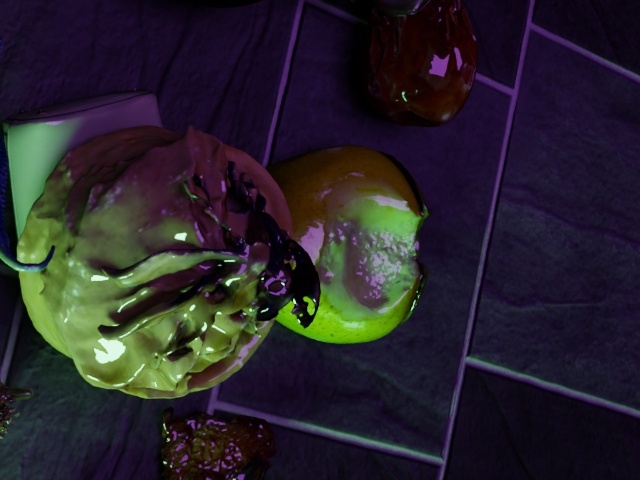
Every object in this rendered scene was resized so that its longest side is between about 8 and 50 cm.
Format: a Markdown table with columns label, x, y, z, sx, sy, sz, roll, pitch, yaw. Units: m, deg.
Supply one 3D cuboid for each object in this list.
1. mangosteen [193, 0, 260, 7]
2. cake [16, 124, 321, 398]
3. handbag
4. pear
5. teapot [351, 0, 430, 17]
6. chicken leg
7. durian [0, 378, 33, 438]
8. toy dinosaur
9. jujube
| label | x | y | z | sx | sy | sz | roll | pitch | yaw |
| --- | --- | --- | --- | --- | --- | --- | --- | --- | --- |
| mangosteen | -0.137 | -0.425 | 1.877 | 0.236 | 0.235 | 0.261 | -23 | 59 | -34 |
| cake | -0.145 | 0.042 | 1.689 | 0.332 | 0.321 | 0.332 | -13 | 112 | -35 |
| handbag | -0.265 | -0.022 | 1.813 | 0.241 | 0.109 | 0.315 | -18 | 102 | -34 |
| pear | 0.000 | 0.000 | 1.967 | 0.292 | 0.159 | 0.292 | 1 | 88 | -32 |
| teapot | 0.071 | -0.420 | 1.995 | 0.182 | 0.269 | 0.173 | -47 | 156 | 9 |
| chicken leg | -0.183 | 0.318 | 1.877 | 0.322 | 0.083 | 0.177 | -40 | 102 | -31 |
| durian | -0.416 | 0.193 | 1.702 | 0.189 | 0.091 | 0.148 | -6 | 92 | -37 |
| toy dinosaur | -0.408 | -0.093 | 1.677 | 0.147 | 0.362 | 0.076 | -21 | 145 | 1 |
| jujube | 0.140 | -0.278 | 2.073 | 0.168 | 0.168 | 0.236 | 12 | 74 | -34 |
